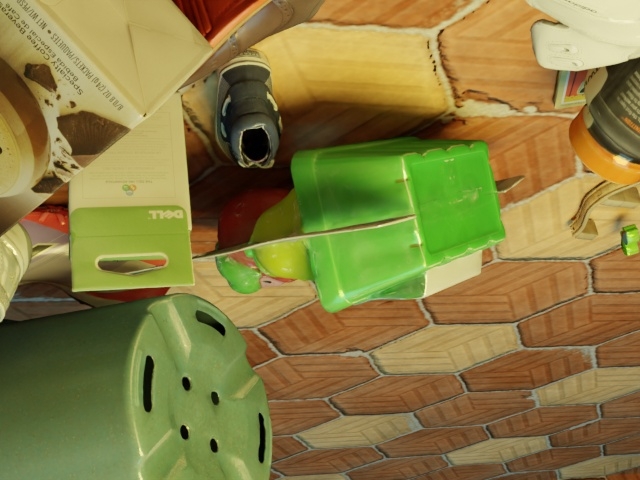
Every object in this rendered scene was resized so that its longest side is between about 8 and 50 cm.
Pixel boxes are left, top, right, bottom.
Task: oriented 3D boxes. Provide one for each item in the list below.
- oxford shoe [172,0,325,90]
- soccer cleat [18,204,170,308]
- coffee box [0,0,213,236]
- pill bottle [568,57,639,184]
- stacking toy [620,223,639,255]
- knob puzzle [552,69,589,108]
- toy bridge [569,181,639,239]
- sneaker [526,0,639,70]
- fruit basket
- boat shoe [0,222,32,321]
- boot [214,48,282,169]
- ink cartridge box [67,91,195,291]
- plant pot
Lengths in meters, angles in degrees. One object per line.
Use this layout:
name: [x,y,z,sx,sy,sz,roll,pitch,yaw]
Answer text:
oxford shoe: [-0.064,-0.181,0.846,0.271,0.096,0.098,-28,155,38]
soccer cleat: [-0.306,-0.001,1.173,0.318,0.108,0.116,17,118,-29]
coffee box: [-0.250,-0.112,0.819,0.297,0.119,0.168,-31,108,39]
pill bottle: [0.321,-0.155,0.926,0.130,0.130,0.245,5,143,-26]
stacking toy: [0.478,-0.041,1.315,0.167,0.052,0.221,-16,160,-4]
knob puzzle: [0.325,-0.187,1.023,0.213,0.030,0.213,-6,155,-3]
toy bridge: [0.374,-0.055,1.323,0.063,0.026,0.188,6,151,-27]
sneaker: [0.140,-0.218,0.751,0.366,0.137,0.210,7,163,1]
fruit basket: [0.000,0.000,1.100,0.353,0.165,0.327,-19,178,33]
boat shoe: [-0.423,-0.024,0.959,0.320,0.103,0.118,31,123,-19]
boot: [-0.070,-0.098,1.026,0.069,0.086,0.190,-8,155,-1]
ink cartridge box: [-0.178,-0.037,0.975,0.109,0.209,0.062,-1,152,-14]
plant pot: [-0.254,0.216,1.129,0.334,0.341,0.341,-15,154,25]
